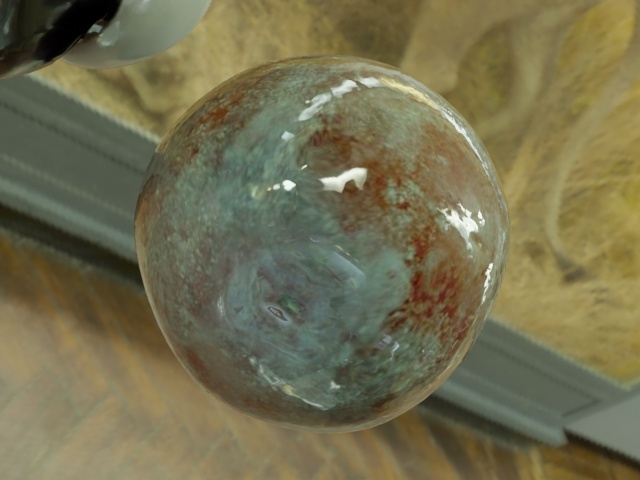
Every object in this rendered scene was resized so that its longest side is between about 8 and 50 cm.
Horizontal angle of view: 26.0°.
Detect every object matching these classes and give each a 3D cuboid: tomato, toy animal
[{"bbox_3d":[0.000,0.000,1.162,0.316,0.317,0.282,57,18,-9],"label":"tomato"},{"bbox_3d":[-0.179,-0.212,1.001,0.235,0.165,0.187,-20,117,-49],"label":"toy animal"}]
